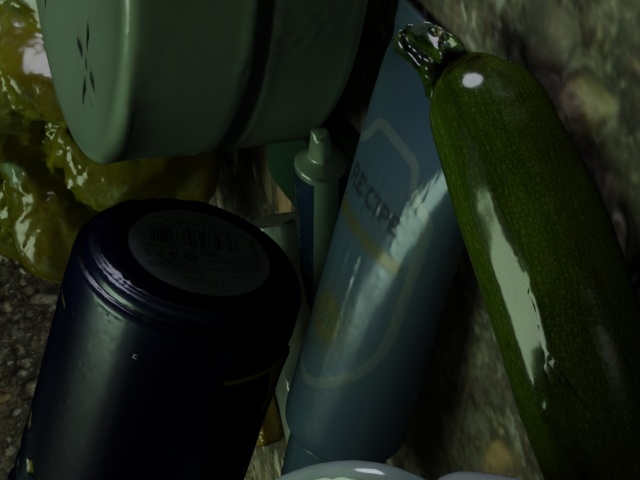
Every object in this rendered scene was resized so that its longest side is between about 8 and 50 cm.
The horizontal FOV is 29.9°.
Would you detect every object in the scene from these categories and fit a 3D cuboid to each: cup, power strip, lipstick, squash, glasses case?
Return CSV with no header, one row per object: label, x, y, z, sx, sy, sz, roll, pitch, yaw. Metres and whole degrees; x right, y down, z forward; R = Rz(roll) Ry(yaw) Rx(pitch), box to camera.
cup,-0.127,0.088,0.918,0.255,0.178,0.256,-102,28,-56
power strip,-0.099,-0.218,0.830,0.357,0.161,0.357,172,90,-68
lipstick,-0.016,0.105,1.062,0.059,0.059,0.264,-155,53,-68
squash,0.111,0.029,0.576,0.080,0.071,0.318,-30,77,51
glasses case,0.007,-0.047,0.896,0.184,0.039,0.077,-129,29,-53

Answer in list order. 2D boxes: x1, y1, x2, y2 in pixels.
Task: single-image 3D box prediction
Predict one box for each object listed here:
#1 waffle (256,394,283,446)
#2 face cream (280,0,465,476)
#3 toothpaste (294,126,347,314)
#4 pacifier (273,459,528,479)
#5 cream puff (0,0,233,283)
waffle,-0.091,0.185,1.402,0.191,0.032,0.125,152,102,-71
face cream,0.036,0.046,0.784,0.135,0.086,0.385,-122,37,-47
toothpaste,0.000,0.000,0.831,0.057,0.035,0.197,-100,7,-45
pacifier,0.078,0.218,0.478,0.299,0.233,0.244,8,125,25
cream puff,-0.203,-0.128,1.178,0.378,0.275,0.378,-4,-90,-79
